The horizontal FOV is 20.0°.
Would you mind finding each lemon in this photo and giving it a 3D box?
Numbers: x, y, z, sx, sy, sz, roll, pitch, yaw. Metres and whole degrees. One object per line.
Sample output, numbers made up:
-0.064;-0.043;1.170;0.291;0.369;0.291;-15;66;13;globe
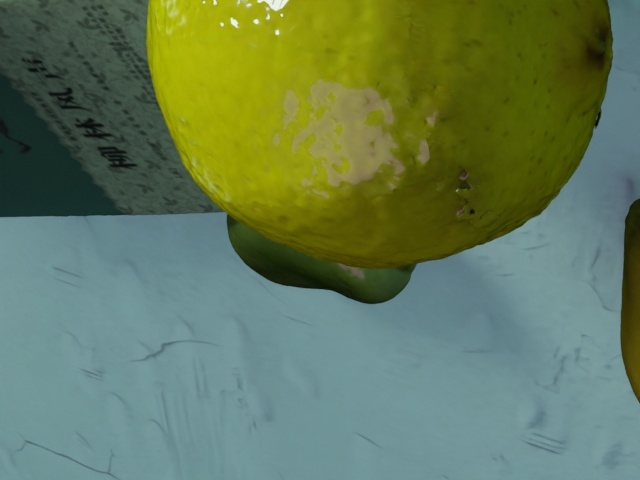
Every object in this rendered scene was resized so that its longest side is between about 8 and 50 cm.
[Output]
0.034;-0.117;1.070;0.293;0.293;0.293;19;150;11;lemon

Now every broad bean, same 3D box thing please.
0.000;0.000;1.474;0.174;0.082;0.124;5;145;30;broad bean

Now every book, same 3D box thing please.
-0.211;-0.105;1.417;0.379;0.031;0.264;-2;143;33;book

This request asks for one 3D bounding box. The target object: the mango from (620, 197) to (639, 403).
0.310;0.085;1.357;0.176;0.119;0.317;2;135;39;mango
